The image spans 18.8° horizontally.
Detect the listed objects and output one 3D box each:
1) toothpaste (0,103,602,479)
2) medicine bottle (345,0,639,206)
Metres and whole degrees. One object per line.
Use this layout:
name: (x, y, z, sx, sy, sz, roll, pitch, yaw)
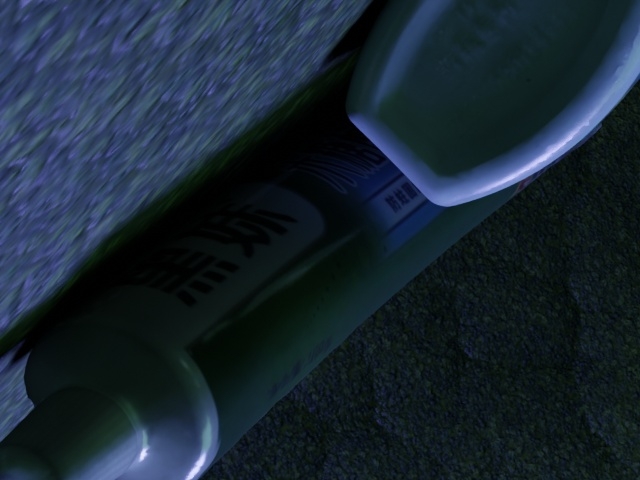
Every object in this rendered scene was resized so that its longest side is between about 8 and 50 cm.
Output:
toothpaste: (0.000, 0.000, 0.690, 0.392, 0.099, 0.061, -40, 142, -57)
medicine bottle: (0.093, -0.092, 0.727, 0.121, 0.083, 0.229, -46, 179, 24)
